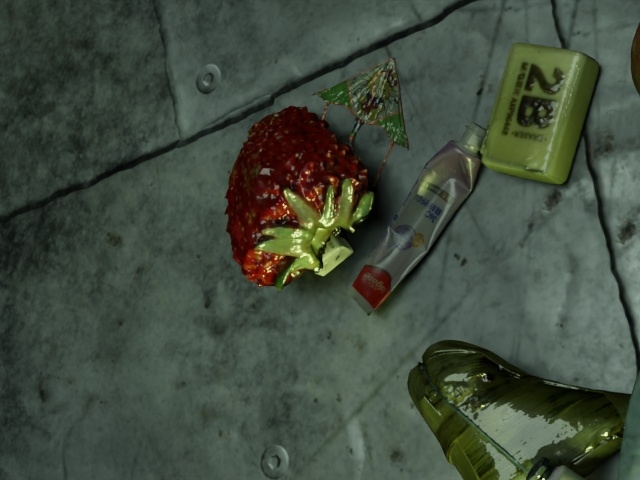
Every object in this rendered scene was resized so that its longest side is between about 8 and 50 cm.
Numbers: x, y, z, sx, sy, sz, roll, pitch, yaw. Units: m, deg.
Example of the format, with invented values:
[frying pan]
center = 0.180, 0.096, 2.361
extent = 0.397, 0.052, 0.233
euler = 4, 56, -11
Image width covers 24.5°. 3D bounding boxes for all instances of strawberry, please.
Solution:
[strawberry]
center = -0.075, -0.083, 2.083
extent = 0.233, 0.137, 0.306
euler = -50, 43, 11

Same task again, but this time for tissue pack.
[tissue pack]
center = 0.000, 0.000, 2.101
extent = 0.062, 0.042, 0.083
euler = -40, 58, 16

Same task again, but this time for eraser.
[eraser]
center = 0.286, -0.168, 1.941
extent = 0.117, 0.058, 0.172
euler = 15, 87, 36

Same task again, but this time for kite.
[kite]
center = 0.047, -0.157, 2.131
extent = 0.198, 0.006, 0.244
euler = 29, 95, 35

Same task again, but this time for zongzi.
[zongzi]
center = 0.264, 0.186, 1.830
extent = 0.274, 0.125, 0.251
euler = -41, 67, 15

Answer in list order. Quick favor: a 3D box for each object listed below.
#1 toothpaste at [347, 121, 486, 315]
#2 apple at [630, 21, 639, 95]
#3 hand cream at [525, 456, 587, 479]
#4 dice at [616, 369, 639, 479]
[toothpaste]
center = 0.135, -0.030, 2.019
extent = 0.075, 0.048, 0.301
euler = 40, 104, 30
[apple]
center = 0.521, -0.209, 1.671
extent = 0.309, 0.277, 0.250
euler = 33, 83, 11
[hand cream]
center = 0.342, 0.340, 1.731
extent = 0.234, 0.050, 0.080
euler = 38, 103, 0
[dice]
center = 0.520, 0.253, 1.513
extent = 0.348, 0.330, 0.328
euler = 3, 81, 36
